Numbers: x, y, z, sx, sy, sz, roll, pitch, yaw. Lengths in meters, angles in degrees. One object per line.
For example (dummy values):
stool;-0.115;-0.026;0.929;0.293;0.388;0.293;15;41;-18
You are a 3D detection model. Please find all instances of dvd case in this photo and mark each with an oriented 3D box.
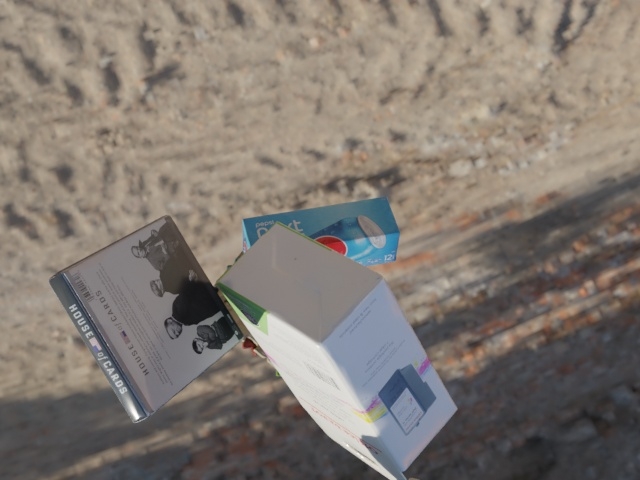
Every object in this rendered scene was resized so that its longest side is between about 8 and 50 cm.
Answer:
dvd case;-0.189;0.080;1.350;0.029;0.179;0.238;-29;-177;27

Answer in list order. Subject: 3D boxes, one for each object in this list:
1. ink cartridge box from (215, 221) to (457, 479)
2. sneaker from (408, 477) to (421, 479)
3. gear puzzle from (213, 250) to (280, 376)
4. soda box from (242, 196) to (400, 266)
ink cartridge box;0.038;0.157;1.520;0.119;0.207;0.353;-46;135;-17
sneaker;0.222;0.526;2.055;0.226;0.163;0.086;18;174;38
gear puzzle;-0.060;0.175;2.235;0.175;0.339;0.044;-53;-176;-37
soda box;0.000;0.000;1.664;0.210;0.071;0.067;-10;142;-11
